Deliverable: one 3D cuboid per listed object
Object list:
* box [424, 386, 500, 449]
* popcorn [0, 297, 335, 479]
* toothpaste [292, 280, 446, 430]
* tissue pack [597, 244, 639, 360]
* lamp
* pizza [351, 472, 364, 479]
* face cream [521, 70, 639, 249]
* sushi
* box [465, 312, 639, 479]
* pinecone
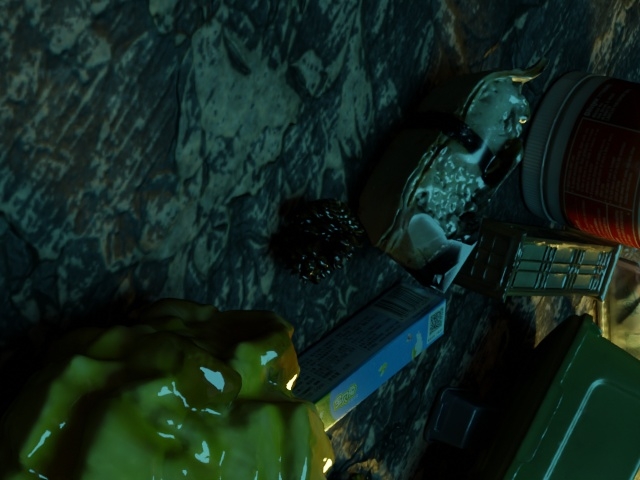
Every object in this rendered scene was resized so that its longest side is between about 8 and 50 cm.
[{"bbox_3d":[0.184,0.230,1.428,0.099,0.054,0.074,17,91,-55],"label":"box"},{"bbox_3d":[-0.131,0.191,0.839,0.332,0.225,0.265,-55,150,-1],"label":"popcorn"},{"bbox_3d":[0.031,0.125,1.156,0.267,0.065,0.050,-33,135,-42],"label":"toothpaste"},{"bbox_3d":[0.526,0.076,1.768,0.201,0.124,0.271,-49,140,-33],"label":"tissue pack"},{"bbox_3d":[0.278,0.025,1.426,0.325,0.090,0.089,6,103,-54],"label":"lamp"},{"bbox_3d":[0.046,0.330,1.274,0.154,0.069,0.194,-54,144,-20],"label":"pizza"},{"bbox_3d":[0.382,-0.100,1.416,0.201,0.187,0.201,-29,129,-44],"label":"face cream"},{"bbox_3d":[0.132,-0.097,1.146,0.109,0.134,0.272,31,91,-24],"label":"sushi"},{"bbox_3d":[0.312,0.280,1.458,0.328,0.178,0.252,-61,173,-14],"label":"box"},{"bbox_3d":[0.000,0.000,1.040,0.077,0.077,0.083,3,115,-55],"label":"pinecone"}]
